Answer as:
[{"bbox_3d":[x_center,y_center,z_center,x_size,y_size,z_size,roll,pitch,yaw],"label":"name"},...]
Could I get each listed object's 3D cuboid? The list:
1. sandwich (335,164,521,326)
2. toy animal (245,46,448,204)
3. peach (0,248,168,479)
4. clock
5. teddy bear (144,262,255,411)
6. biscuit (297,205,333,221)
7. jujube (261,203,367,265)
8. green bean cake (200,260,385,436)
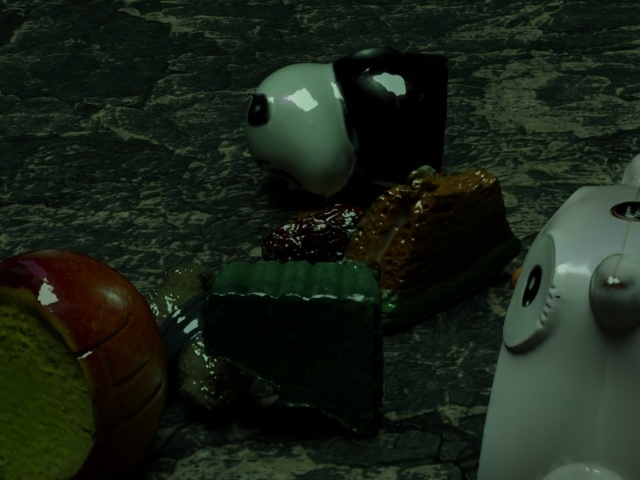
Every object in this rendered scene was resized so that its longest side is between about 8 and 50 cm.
[{"bbox_3d":[0.154,-0.005,1.670,0.292,0.212,0.109,-12,41,-40],"label":"sandwich"},{"bbox_3d":[0.038,-0.181,1.973,0.310,0.250,0.251,3,29,3],"label":"toy animal"},{"bbox_3d":[-0.294,0.126,1.416,0.249,0.274,0.245,1,32,-1],"label":"peach"},{"bbox_3d":[0.296,0.139,1.188,0.251,0.376,0.368,10,32,17],"label":"clock"},{"bbox_3d":[-0.170,0.114,1.563,0.182,0.129,0.251,-49,43,-2],"label":"teddy bear"},{"bbox_3d":[0.020,-0.022,1.895,0.102,0.019,0.130,-27,34,-36],"label":"biscuit"},{"bbox_3d":[0.001,0.002,1.778,0.166,0.104,0.104,-9,27,15],"label":"jujube"},{"bbox_3d":[-0.029,0.119,1.449,0.208,0.193,0.107,1,31,3],"label":"green bean cake"}]
